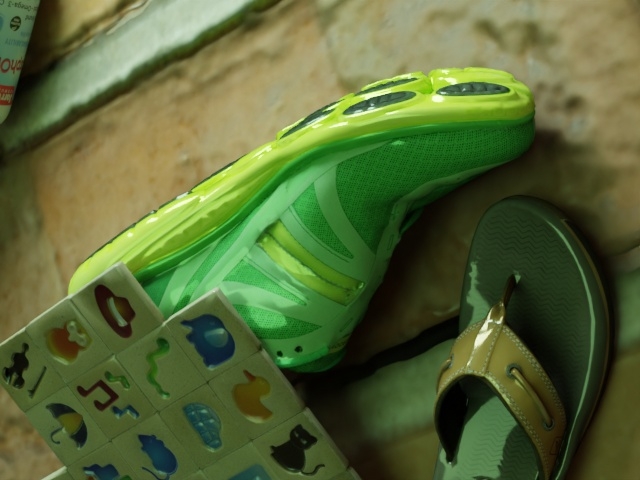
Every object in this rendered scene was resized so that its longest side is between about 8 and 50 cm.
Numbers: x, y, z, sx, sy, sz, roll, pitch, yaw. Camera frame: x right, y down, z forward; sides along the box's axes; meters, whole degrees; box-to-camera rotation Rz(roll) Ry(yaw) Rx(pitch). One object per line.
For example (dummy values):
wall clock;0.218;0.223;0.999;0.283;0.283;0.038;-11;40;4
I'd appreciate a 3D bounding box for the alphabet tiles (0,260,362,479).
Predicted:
alphabet tiles;-0.078;0.132;0.884;0.198;0.009;0.237;-33;97;32

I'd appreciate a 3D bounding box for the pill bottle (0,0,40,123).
pill bottle;-0.237;-0.128;1.045;0.087;0.087;0.160;23;101;36

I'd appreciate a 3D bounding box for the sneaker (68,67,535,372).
sneaker;0.000;0.000;0.865;0.295;0.109;0.123;-29;96;28

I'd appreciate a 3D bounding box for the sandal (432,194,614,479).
sandal;0.085;0.086;0.802;0.090;0.060;0.219;19;96;36
